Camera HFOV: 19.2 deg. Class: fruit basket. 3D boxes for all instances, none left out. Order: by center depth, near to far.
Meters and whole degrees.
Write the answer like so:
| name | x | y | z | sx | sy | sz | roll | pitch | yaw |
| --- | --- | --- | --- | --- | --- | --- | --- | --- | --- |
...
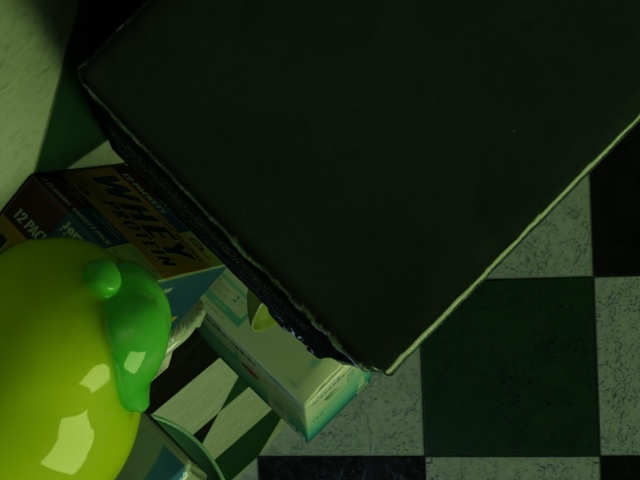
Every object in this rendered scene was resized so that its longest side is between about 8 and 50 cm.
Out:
| name | x | y | z | sx | sy | sz | roll | pitch | yaw |
| --- | --- | --- | --- | --- | --- | --- | --- | --- | --- |
| fruit basket | -0.235 | 0.122 | 1.230 | 0.392 | 0.392 | 0.283 | -47 | 169 | 5 |

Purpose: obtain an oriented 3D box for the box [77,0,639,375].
| name | x | y | z | sx | sy | sz | roll | pitch | yaw |
| --- | --- | --- | --- | --- | --- | --- | --- | --- | --- |
| box | 0.091 | -0.162 | 1.439 | 0.480 | 0.297 | 0.472 | -45 | -178 | -5 |

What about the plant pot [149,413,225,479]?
| name | x | y | z | sx | sy | sz | roll | pitch | yaw |
| --- | --- | --- | --- | --- | --- | --- | --- | --- | --- |
| plant pot | -0.280 | 0.374 | 2.378 | 0.196 | 0.293 | 0.293 | -17 | -165 | 47 |

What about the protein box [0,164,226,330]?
| name | x | y | z | sx | sy | sz | roll | pitch | yaw |
| --- | --- | --- | --- | --- | --- | --- | --- | --- | --- |
| protein box | -0.222 | 0.055 | 1.665 | 0.201 | 0.136 | 0.200 | -49 | 169 | 16 |

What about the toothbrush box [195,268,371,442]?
| name | x | y | z | sx | sy | sz | roll | pitch | yaw |
| --- | --- | --- | --- | --- | --- | --- | --- | --- | --- |
| toothbrush box | -0.050 | 0.120 | 2.374 | 0.126 | 0.216 | 0.295 | -44 | 170 | -11 |

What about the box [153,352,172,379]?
| name | x | y | z | sx | sy | sz | roll | pitch | yaw |
| --- | --- | --- | --- | --- | --- | --- | --- | --- | --- |
| box | -0.303 | 0.210 | 2.140 | 0.324 | 0.063 | 0.067 | -41 | 167 | -24 |

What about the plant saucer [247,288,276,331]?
| name | x | y | z | sx | sy | sz | roll | pitch | yaw |
| --- | --- | --- | --- | --- | --- | --- | --- | --- | --- |
| plant saucer | 0.000 | 0.000 | 2.029 | 0.241 | 0.037 | 0.241 | -44 | 169 | -11 |

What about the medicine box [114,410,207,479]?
| name | x | y | z | sx | sy | sz | roll | pitch | yaw |
| --- | --- | --- | --- | --- | --- | --- | --- | --- | --- |
| medicine box | -0.280 | 0.170 | 1.445 | 0.263 | 0.289 | 0.149 | -45 | 170 | -7 |

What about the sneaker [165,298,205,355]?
| name | x | y | z | sx | sy | sz | roll | pitch | yaw |
| --- | --- | --- | --- | --- | --- | --- | --- | --- | --- |
| sneaker | -0.239 | 0.141 | 1.982 | 0.268 | 0.101 | 0.153 | -28 | 150 | -43 |
